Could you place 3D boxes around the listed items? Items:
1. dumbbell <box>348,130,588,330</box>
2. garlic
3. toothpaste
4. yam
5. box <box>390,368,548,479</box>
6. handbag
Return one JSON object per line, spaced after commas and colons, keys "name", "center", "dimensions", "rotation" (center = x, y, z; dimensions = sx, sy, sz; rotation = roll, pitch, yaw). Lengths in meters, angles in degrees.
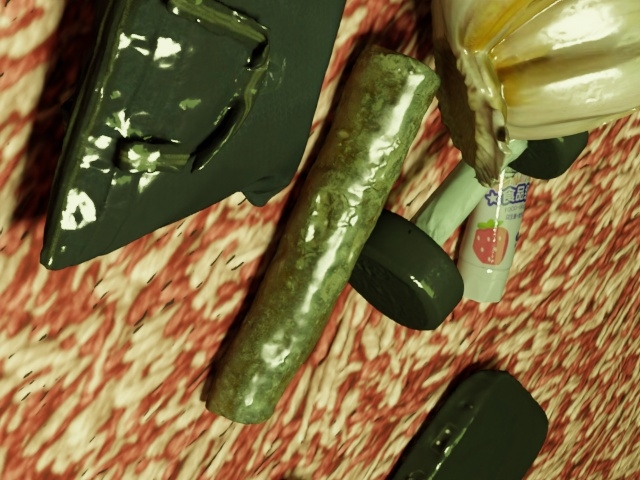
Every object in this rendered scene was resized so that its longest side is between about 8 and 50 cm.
{"name": "dumbbell", "center": [0.099, -0.034, 1.317], "dimensions": [0.191, 0.100, 0.100], "rotation": [-49, 149, -19]}
{"name": "garlic", "center": [0.167, -0.113, 1.196], "dimensions": [0.207, 0.256, 0.207], "rotation": [-41, 151, -29]}
{"name": "toothpaste", "center": [0.144, -0.048, 1.440], "dimensions": [0.067, 0.043, 0.195], "rotation": [-12, 119, -52]}
{"name": "yam", "center": [0.000, 0.000, 1.235], "dimensions": [0.061, 0.061, 0.274], "rotation": [11, 107, -59]}
{"name": "box", "center": [0.119, 0.216, 1.623], "dimensions": [0.212, 0.042, 0.201], "rotation": [-55, 150, -8]}
{"name": "handbag", "center": [-0.058, -0.110, 1.019], "dimensions": [0.211, 0.088, 0.254], "rotation": [-19, 134, -53]}
